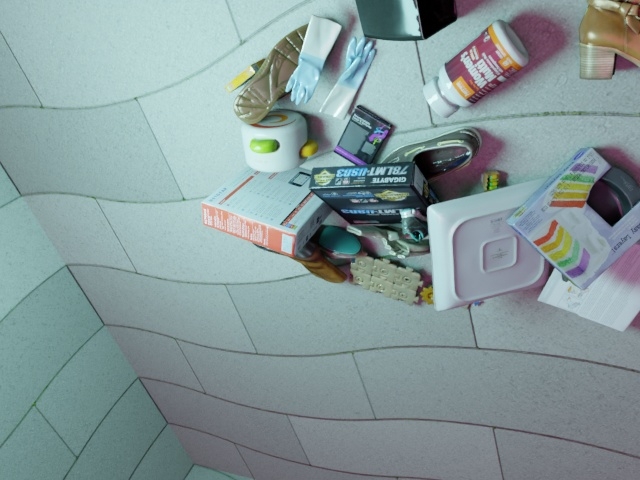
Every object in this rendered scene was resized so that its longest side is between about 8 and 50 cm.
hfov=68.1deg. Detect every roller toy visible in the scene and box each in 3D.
[{"bbox_3d":[-0.131,-0.289,1.397,0.191,0.209,0.146,41,143,46],"label":"roller toy"}]

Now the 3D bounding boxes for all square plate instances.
[{"bbox_3d":[0.469,0.027,1.276,0.346,0.049,0.344,-14,120,-3],"label":"square plate"}]

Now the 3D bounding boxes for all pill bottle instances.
[{"bbox_3d":[0.357,-0.393,1.109,0.121,0.121,0.221,48,130,-9],"label":"pill bottle"}]

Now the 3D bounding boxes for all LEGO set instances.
[{"bbox_3d":[0.431,-0.051,1.319,0.132,0.107,0.287,34,132,3],"label":"LEGO set"}]

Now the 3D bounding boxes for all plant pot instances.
[{"bbox_3d":[0.181,-0.554,1.063,0.166,0.188,0.188,6,126,40],"label":"plant pot"}]

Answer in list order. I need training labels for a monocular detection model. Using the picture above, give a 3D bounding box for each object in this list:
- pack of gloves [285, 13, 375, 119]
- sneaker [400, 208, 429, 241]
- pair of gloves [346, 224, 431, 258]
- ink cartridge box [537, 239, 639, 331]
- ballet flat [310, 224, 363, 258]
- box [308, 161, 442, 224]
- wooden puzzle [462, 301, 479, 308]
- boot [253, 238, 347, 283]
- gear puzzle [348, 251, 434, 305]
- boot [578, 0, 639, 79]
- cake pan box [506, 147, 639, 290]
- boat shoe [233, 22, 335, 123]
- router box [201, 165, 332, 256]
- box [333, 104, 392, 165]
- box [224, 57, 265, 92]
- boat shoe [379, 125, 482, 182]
[{"bbox_3d":[0.028,-0.434,1.233,0.194,0.046,0.232,10,127,-23],"label":"pack of gloves"},{"bbox_3d":[0.281,-0.030,1.321,0.166,0.076,0.065,17,162,-35],"label":"sneaker"},{"bbox_3d":[0.217,0.000,1.375,0.240,0.204,0.042,25,110,44],"label":"pair of gloves"},{"bbox_3d":[0.761,0.096,1.280,0.238,0.060,0.275,21,129,16],"label":"ink cartridge box"},{"bbox_3d":[0.000,0.000,1.605,0.315,0.108,0.106,23,150,19],"label":"ballet flat"},{"bbox_3d":[0.162,-0.122,1.327,0.295,0.074,0.293,1,162,28],"label":"box"},{"bbox_3d":[0.453,0.186,1.538,0.116,0.014,0.079,27,135,9],"label":"wooden puzzle"},{"bbox_3d":[-0.072,0.044,1.590,0.264,0.096,0.280,6,158,33],"label":"boot"},{"bbox_3d":[0.260,0.130,1.580,0.338,0.044,0.176,19,136,17],"label":"gear puzzle"},{"bbox_3d":[0.673,-0.441,0.935,0.283,0.109,0.220,10,123,30],"label":"boot"},{"bbox_3d":[0.642,-0.055,1.155,0.245,0.070,0.267,44,100,-3],"label":"cake pan box"},{"bbox_3d":[-0.101,-0.465,1.305,0.123,0.123,0.342,42,111,-18],"label":"boat shoe"},{"bbox_3d":[-0.134,-0.118,1.423,0.301,0.335,0.082,19,129,17],"label":"router box"},{"bbox_3d":[0.121,-0.293,1.366,0.116,0.029,0.162,32,132,3],"label":"box"},{"bbox_3d":[-0.222,-0.477,1.383,0.136,0.081,0.028,-24,109,38],"label":"box"},{"bbox_3d":[0.276,-0.209,1.296,0.324,0.097,0.117,-17,112,35],"label":"boat shoe"}]
